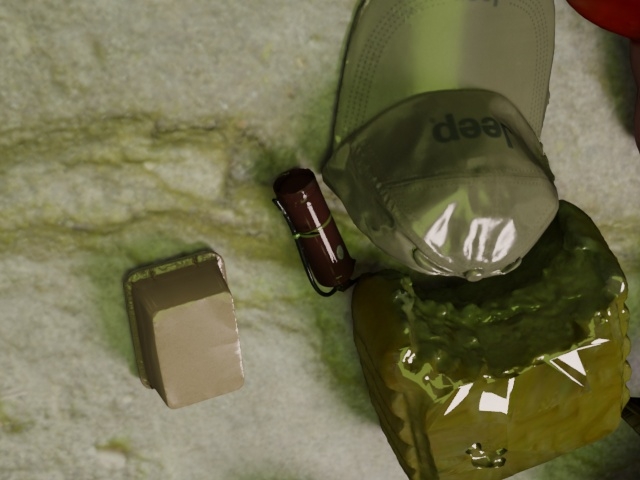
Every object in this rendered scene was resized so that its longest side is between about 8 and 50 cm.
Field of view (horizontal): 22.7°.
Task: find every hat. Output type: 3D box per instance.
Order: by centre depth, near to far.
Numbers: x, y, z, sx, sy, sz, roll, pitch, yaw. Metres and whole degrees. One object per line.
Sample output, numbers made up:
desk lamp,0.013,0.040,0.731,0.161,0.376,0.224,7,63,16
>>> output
hat,0.122,-0.099,1.310,0.214,0.149,0.245,-8,131,-20

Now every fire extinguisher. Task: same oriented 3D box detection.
fire extinguisher,0.000,0.000,1.362,0.056,0.039,0.132,-50,133,-33

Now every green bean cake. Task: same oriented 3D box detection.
green bean cake,0.160,0.102,1.428,0.236,0.124,0.233,-21,131,-7

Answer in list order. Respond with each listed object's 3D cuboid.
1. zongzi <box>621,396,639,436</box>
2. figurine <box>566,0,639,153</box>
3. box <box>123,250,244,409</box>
zongzi,0.396,0.155,1.507,0.187,0.184,0.084,-40,152,-7
figurine,0.373,-0.150,1.327,0.211,0.270,0.261,-38,135,-6
box,-0.111,0.079,1.345,0.089,0.062,0.122,-15,123,-15
